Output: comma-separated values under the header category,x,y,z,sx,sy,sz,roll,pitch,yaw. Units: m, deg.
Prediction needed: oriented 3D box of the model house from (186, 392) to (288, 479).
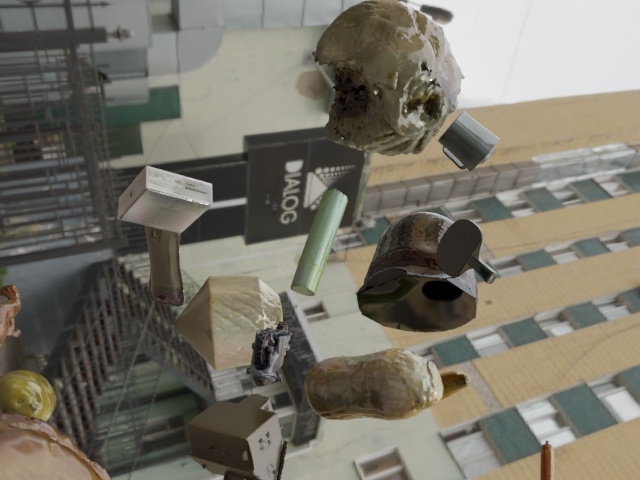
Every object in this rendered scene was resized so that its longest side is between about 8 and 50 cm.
category,x,y,z,sx,sy,sz,roll,pitch,yaw
model house,-0.147,0.465,1.241,0.180,0.176,0.248,1,-75,34

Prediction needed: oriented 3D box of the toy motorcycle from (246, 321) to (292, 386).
category,x,y,z,sx,sy,sz,roll,pitch,yaw
toy motorcycle,-0.105,0.247,1.318,0.215,0.079,0.123,2,99,-79

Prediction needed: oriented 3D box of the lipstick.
category,x,y,z,sx,sy,sz,roll,pitch,yaw
lipstick,0.000,0.000,1.632,0.076,0.076,0.305,133,-22,-65

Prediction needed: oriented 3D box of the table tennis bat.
category,x,y,z,sx,sy,sz,roll,pitch,yaw
table tennis bat,0.378,0.037,1.555,0.154,0.021,0.274,-60,-156,14

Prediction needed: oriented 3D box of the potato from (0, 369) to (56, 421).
category,x,y,z,sx,sy,sz,roll,pitch,yaw
potato,-0.805,0.430,1.640,0.172,0.140,0.300,36,-20,-7

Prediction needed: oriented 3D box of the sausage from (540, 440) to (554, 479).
category,x,y,z,sx,sy,sz,roll,pitch,yaw
sausage,0.508,0.503,1.349,0.031,0.031,0.107,163,-69,-70

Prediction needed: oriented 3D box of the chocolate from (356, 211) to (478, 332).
category,x,y,z,sx,sy,sz,roll,pitch,yaw
chocolate,0.321,0.075,1.908,0.384,0.383,0.332,117,-15,-58

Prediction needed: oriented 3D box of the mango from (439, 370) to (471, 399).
category,x,y,z,sx,sy,sz,roll,pitch,yaw
mango,0.381,0.445,1.853,0.190,0.098,0.075,-33,-90,35

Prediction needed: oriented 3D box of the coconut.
category,x,y,z,sx,sy,sz,roll,pitch,yaw
coconut,-0.280,0.242,1.828,0.328,0.328,0.329,170,-90,-70

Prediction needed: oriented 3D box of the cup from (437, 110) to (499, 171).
category,x,y,z,sx,sy,sz,roll,pitch,yaw
cup,0.380,-0.250,1.580,0.129,0.095,0.128,42,-37,3

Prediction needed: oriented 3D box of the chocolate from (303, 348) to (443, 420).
category,x,y,z,sx,sy,sz,roll,pitch,yaw
chocolate,0.089,0.274,1.144,0.309,0.134,0.134,-13,-93,42

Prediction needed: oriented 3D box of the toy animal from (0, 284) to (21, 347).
category,x,y,z,sx,sy,sz,roll,pitch,yaw
toy animal,-0.659,0.115,1.104,0.312,0.097,0.158,57,15,-35

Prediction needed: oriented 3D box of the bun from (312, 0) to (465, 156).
category,x,y,z,sx,sy,sz,roll,pitch,yaw
bun,0.136,-0.280,1.080,0.204,0.281,0.282,39,-42,36

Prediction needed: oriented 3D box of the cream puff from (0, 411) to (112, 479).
category,x,y,z,sx,sy,sz,roll,pitch,yaw
cream puff,-0.257,0.286,0.414,0.303,0.212,0.303,53,15,-21

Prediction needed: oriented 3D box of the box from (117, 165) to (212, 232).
category,x,y,z,sx,sy,sz,roll,pitch,yaw
box,-0.289,-0.071,1.120,0.129,0.130,0.051,-33,-127,44

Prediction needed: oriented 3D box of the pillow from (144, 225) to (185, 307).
category,x,y,z,sx,sy,sz,roll,pitch,yaw
pillow,-0.375,0.046,1.449,0.130,0.038,0.233,7,-75,37
